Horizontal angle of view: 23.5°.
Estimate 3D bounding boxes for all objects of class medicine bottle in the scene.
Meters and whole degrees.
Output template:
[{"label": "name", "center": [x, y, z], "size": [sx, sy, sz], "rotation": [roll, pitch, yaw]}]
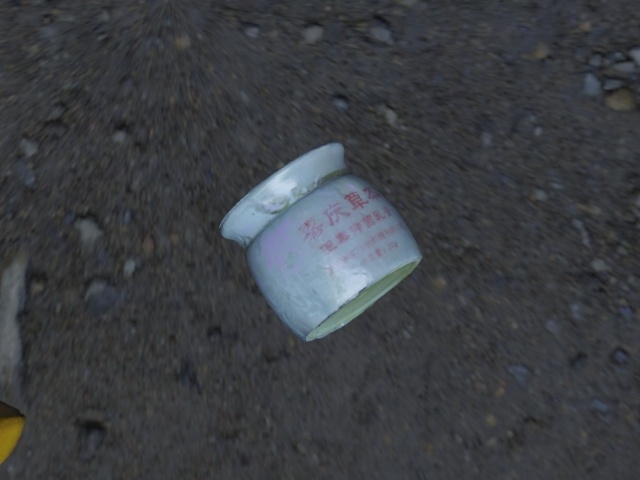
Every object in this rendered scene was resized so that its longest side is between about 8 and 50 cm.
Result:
[{"label": "medicine bottle", "center": [0.000, 0.000, 1.423], "size": [0.147, 0.147, 0.143], "rotation": [-36, 81, 1]}]

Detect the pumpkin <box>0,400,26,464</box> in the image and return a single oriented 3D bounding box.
[{"label": "pumpkin", "center": [-0.356, 0.168, 0.920], "size": [0.290, 0.095, 0.258], "rotation": [21, 75, 8]}]
